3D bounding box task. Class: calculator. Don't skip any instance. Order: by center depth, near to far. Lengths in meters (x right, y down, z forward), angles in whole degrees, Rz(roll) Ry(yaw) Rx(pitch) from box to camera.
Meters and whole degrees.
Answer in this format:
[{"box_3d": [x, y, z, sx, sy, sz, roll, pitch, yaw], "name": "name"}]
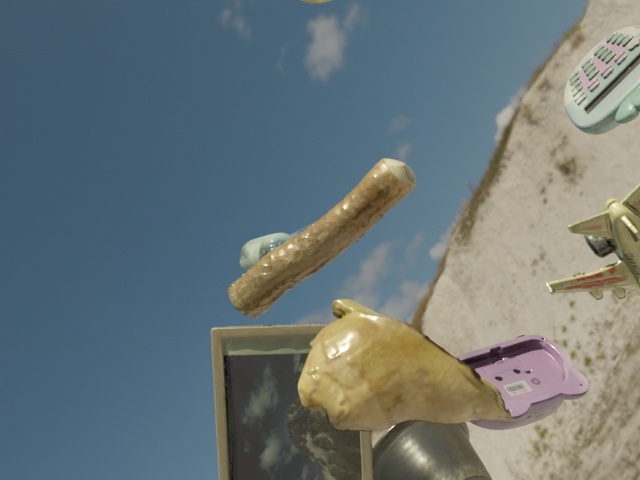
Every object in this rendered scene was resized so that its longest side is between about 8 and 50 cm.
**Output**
[{"box_3d": [0.482, -0.261, 1.148, 0.185, 0.041, 0.299, -48, 16, 24], "name": "calculator"}]

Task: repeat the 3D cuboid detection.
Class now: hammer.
[{"box_3d": [-0.051, 0.005, 1.291, 0.194, 0.116, 0.070, -28, -80, -44], "name": "hammer"}]

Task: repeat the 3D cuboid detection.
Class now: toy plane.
[{"box_3d": [0.414, 0.017, 0.913, 0.242, 0.104, 0.256, -36, -41, 13], "name": "toy plane"}]

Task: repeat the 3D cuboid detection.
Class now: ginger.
[{"box_3d": [0.073, 0.138, 0.644, 0.123, 0.193, 0.115, -55, -21, -31], "name": "ginger"}]

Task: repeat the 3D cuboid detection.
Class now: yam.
[{"box_3d": [0.000, 0.000, 0.930, 0.299, 0.066, 0.066, -39, -20, 14], "name": "yam"}]

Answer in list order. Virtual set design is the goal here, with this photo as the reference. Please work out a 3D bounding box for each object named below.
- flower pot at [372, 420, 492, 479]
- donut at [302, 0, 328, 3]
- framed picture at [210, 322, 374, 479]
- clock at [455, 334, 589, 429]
[{"box_3d": [0.205, 0.424, 1.219, 0.235, 0.148, 0.235, -11, -66, -26], "name": "flower pot"}, {"box_3d": [-0.009, -0.441, 1.038, 0.174, 0.190, 0.074, -31, -5, 6], "name": "donut"}, {"box_3d": [-0.034, 0.246, 0.910, 0.019, 0.208, 0.281, -25, -69, -84], "name": "framed picture"}, {"box_3d": [0.229, 0.173, 0.824, 0.152, 0.110, 0.050, -12, -56, -23], "name": "clock"}]
